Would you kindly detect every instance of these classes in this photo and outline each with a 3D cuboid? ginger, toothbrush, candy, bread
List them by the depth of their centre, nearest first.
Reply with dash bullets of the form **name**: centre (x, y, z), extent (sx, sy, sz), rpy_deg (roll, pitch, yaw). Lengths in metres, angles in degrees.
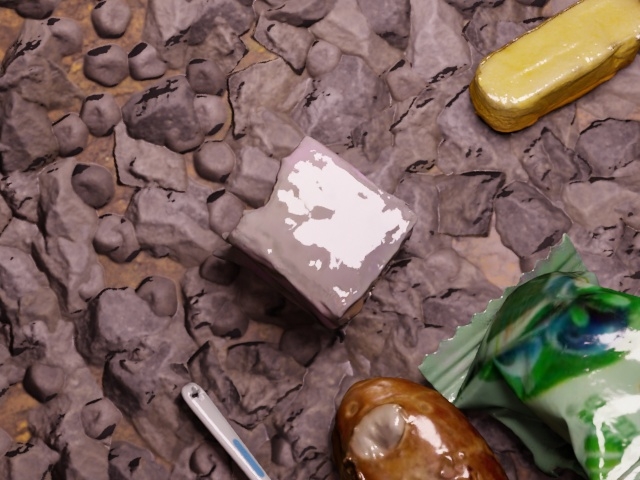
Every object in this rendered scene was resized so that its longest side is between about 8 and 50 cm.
- **candy**: centre (0.317, 0.150, 1.301), extent (0.263, 0.398, 0.172), rpy_deg (-47, 115, -9)
- **ginger**: centre (0.149, 0.331, 1.318), extent (0.176, 0.254, 0.418), rpy_deg (-29, 76, 0)
- **toothbrush**: centre (-0.050, 0.328, 1.415), extent (0.040, 0.040, 0.386), rpy_deg (-38, 79, -7)
- **candy**: centre (0.000, 0.000, 1.424), extent (0.195, 0.137, 0.185), rpy_deg (38, 81, 4)
- **bread**: centre (0.300, -0.229, 1.495), extent (0.245, 0.094, 0.102), rpy_deg (-32, 72, -7)

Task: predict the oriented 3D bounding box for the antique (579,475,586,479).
- **antique**: centre (0.384, 0.294, 1.367), extent (0.148, 0.152, 0.147), rpy_deg (29, 82, 2)
